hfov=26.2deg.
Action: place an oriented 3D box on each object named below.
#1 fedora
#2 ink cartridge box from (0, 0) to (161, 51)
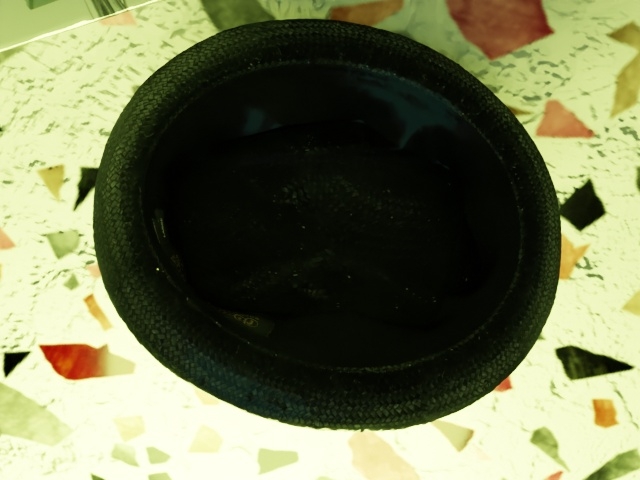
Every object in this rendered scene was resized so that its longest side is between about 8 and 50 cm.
[{"bbox_3d":[0.000,0.000,1.009,0.334,0.334,0.152,19,161,-5],"label":"fedora"},{"bbox_3d":[-0.107,-0.239,0.840,0.289,0.211,0.122,-13,124,20],"label":"ink cartridge box"}]
